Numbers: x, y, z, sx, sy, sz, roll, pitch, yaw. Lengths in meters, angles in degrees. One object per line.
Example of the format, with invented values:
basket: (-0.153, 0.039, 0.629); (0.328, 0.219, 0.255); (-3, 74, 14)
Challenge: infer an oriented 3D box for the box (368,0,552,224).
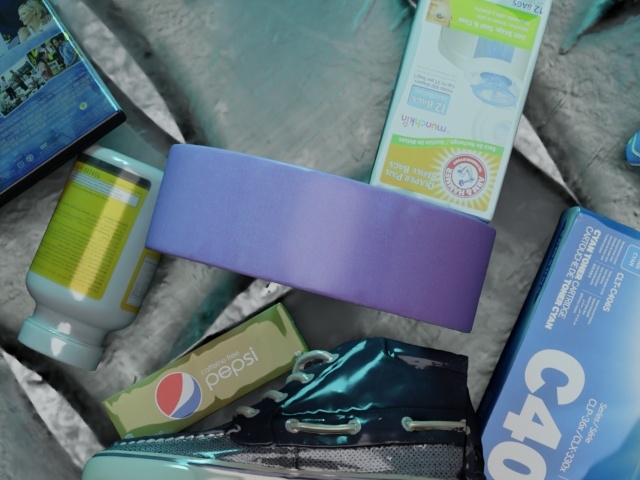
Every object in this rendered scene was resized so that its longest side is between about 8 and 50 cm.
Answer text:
box: (0.119, -0.122, 1.184); (0.114, 0.103, 0.203); (16, 87, 0)

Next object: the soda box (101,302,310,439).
soda box: (-0.099, 0.123, 1.191); (0.181, 0.061, 0.058); (-30, 88, -2)

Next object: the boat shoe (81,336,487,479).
boat shoe: (-0.025, 0.164, 1.138); (0.340, 0.127, 0.158); (5, 64, 1)

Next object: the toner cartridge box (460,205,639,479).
toner cartridge box: (0.229, 0.160, 1.187); (0.165, 0.075, 0.348); (23, 87, -1)

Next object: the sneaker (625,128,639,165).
sneaker: (0.360, -0.033, 1.207); (0.081, 0.080, 0.211); (-33, 97, 33)

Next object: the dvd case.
dvd case: (-0.307, -0.150, 1.180); (0.180, 0.022, 0.253); (-35, 69, -1)

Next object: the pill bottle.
pill bottle: (-0.196, 0.016, 1.173); (0.103, 0.103, 0.184); (23, 87, 0)

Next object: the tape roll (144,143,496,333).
tape roll: (0.000, 0.000, 1.091); (0.274, 0.275, 0.090); (15, 89, 0)
